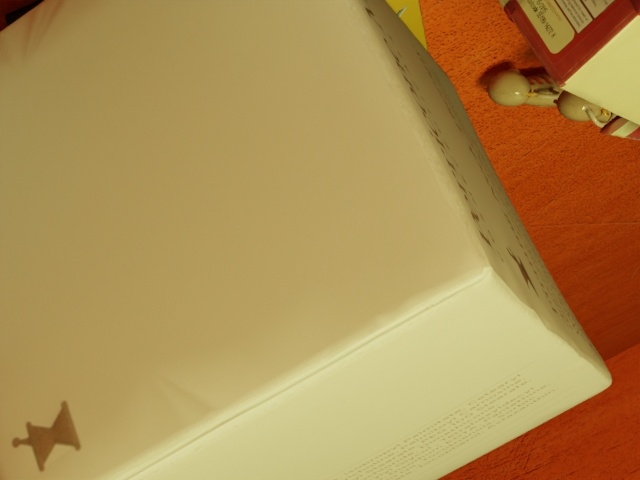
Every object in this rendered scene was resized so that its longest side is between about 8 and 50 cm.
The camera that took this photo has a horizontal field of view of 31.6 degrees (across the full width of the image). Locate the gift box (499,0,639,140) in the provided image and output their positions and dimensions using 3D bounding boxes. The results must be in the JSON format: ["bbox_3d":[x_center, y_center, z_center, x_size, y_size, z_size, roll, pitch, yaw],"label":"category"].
[{"bbox_3d":[0.276,-0.234,0.940,0.258,0.255,0.276,12,137,-44],"label":"gift box"}]

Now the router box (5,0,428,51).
[{"bbox_3d":[-0.068,-0.160,0.953,0.309,0.081,0.243,-26,155,1],"label":"router box"}]

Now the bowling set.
[{"bbox_3d":[0.307,-0.205,1.152,0.154,0.287,0.199,-9,109,-47],"label":"bowling set"}]

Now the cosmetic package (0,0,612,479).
[{"bbox_3d":[-0.031,0.015,0.839,0.327,0.329,0.394,-31,155,14],"label":"cosmetic package"}]
